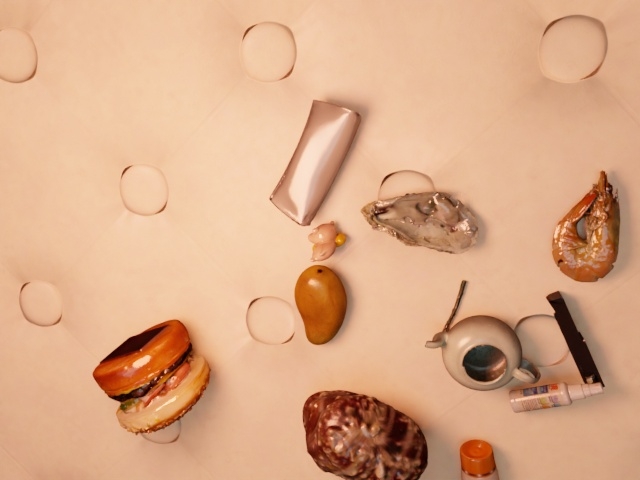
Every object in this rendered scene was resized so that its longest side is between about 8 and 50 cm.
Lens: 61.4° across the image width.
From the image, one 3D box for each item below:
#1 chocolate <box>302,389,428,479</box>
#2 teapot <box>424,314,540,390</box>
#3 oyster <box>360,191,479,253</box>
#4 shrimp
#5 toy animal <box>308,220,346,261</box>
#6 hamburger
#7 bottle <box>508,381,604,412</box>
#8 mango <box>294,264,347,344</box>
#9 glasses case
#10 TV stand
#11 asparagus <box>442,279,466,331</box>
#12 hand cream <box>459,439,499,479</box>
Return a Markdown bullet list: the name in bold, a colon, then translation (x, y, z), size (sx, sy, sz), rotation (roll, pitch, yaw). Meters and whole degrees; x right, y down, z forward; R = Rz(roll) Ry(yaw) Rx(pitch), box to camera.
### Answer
- **chocolate**: translation (0.120, 0.504, 1.354), size (0.340, 0.210, 0.225), rotation (27, 70, -4)
- **teapot**: translation (0.402, 0.284, 1.338), size (0.295, 0.129, 0.192), rotation (20, 106, 6)
- **oyster**: translation (0.246, -0.037, 1.316), size (0.252, 0.087, 0.199), rotation (-22, 88, 7)
- **shrimp**: translation (0.631, -0.032, 1.265), size (0.146, 0.061, 0.266), rotation (11, 107, 17)
- **toy animal**: translation (0.000, 0.000, 1.362), size (0.091, 0.114, 0.081), rotation (-12, 115, 44)
- **hamburger**: translation (-0.441, 0.365, 1.435), size (0.291, 0.291, 0.225), rotation (-23, 106, 14)
- **bottle**: translation (0.586, 0.387, 1.342), size (0.217, 0.060, 0.060), rotation (-18, 99, 27)
- **mango**: translation (0.001, 0.169, 1.403), size (0.137, 0.099, 0.227), rotation (-1, 110, 6)
- **glasses case**: translation (-0.014, -0.194, 1.332), size (0.128, 0.083, 0.307), rotation (29, 106, 9)
- **TV stand**: translation (0.629, 0.248, 1.331), size (0.040, 0.049, 0.256), rotation (-24, 98, 17)
- **asparagus**: translation (0.343, 0.177, 1.385), size (0.016, 0.016, 0.162), rotation (12, 106, -20)
- **hand cream**: translation (0.433, 0.691, 1.454), size (0.140, 0.089, 0.313), rotation (-11, 108, 15)
